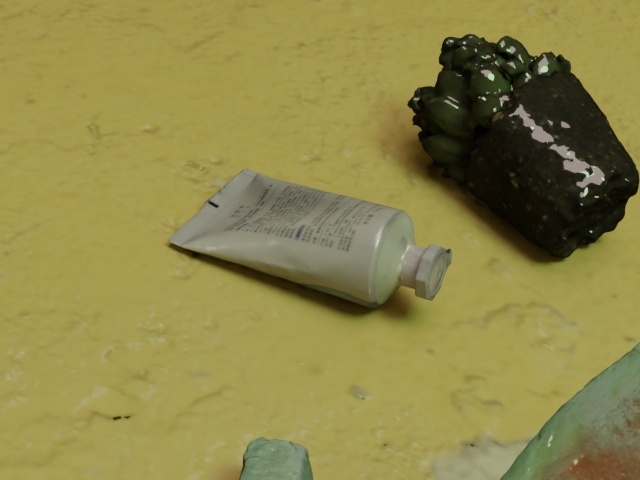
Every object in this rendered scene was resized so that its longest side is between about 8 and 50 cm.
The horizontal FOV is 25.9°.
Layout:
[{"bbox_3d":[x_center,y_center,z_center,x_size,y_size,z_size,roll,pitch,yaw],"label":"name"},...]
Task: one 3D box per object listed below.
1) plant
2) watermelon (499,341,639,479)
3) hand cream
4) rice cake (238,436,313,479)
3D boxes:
[{"bbox_3d":[0.118,-0.061,0.817,0.092,0.094,0.143,-28,60,-26],"label":"plant"},{"bbox_3d":[0.146,0.182,0.472,0.224,0.180,0.305,12,36,-27],"label":"watermelon"},{"bbox_3d":[0.000,0.000,0.749,0.142,0.053,0.084,15,36,24],"label":"hand cream"},{"bbox_3d":[-0.030,0.141,0.537,0.033,0.033,0.208,0,23,8],"label":"rice cake"}]
